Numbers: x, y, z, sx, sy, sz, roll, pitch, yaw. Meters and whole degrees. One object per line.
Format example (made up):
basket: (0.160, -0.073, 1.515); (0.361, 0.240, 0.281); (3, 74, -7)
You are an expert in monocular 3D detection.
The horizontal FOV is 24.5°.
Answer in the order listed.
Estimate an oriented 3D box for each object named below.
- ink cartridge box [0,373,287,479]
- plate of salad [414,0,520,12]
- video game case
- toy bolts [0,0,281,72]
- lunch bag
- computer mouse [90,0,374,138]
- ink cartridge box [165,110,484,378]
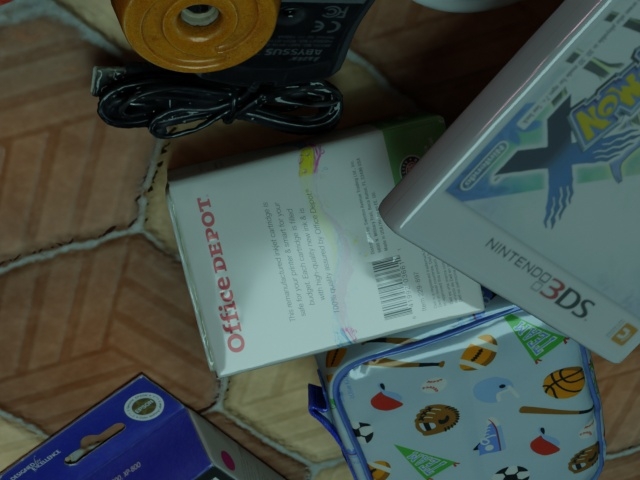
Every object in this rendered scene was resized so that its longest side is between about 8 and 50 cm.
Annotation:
ink cartridge box: (-0.109, 0.277, 1.386); (0.175, 0.069, 0.371); (-35, 127, 15)
plate of salad: (0.124, -0.245, 1.015); (0.199, 0.048, 0.200); (-15, 139, -13)
video game case: (0.244, -0.077, 1.058); (0.329, 0.036, 0.300); (-48, 134, 14)
toy bolts: (-0.127, -0.215, 0.834); (0.228, 0.159, 0.218); (-7, 146, -1)
lunch bag: (0.118, 0.135, 1.293); (0.243, 0.115, 0.303); (-18, 133, 3)
computer mouse: (-0.040, -0.164, 0.988); (0.188, 0.072, 0.272); (1, 153, -21)
ink cartridge box: (0.000, 0.000, 1.119); (0.212, 0.093, 0.154); (-14, 100, -5)
